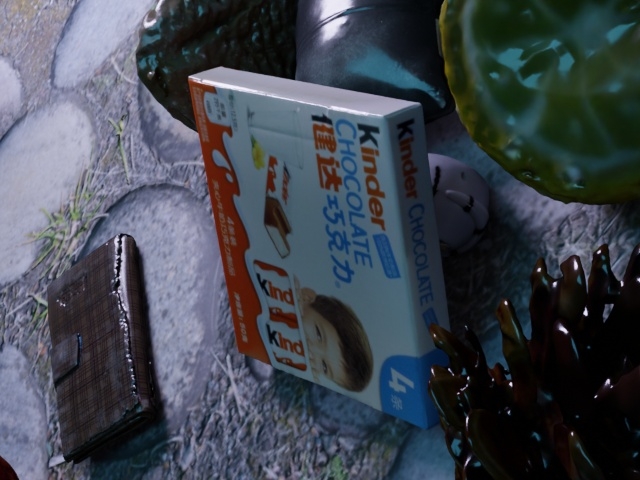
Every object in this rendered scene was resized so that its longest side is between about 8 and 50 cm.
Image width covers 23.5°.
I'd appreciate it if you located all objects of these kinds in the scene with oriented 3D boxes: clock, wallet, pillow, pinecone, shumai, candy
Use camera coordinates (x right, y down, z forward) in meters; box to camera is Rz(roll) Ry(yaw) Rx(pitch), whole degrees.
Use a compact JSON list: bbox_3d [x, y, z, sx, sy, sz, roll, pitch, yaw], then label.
[{"bbox_3d":[0.059,-0.042,1.326,0.176,0.117,0.080,9,77,47],"label":"clock"},{"bbox_3d":[-0.229,0.110,1.598,0.124,0.042,0.230,-34,50,25],"label":"wallet"},{"bbox_3d":[0.045,-0.194,1.429,0.186,0.106,0.249,-23,53,35],"label":"pillow"},{"bbox_3d":[0.198,0.114,1.016,0.264,0.264,0.264,-23,55,36],"label":"pinecone"},{"bbox_3d":[-0.116,-0.197,1.566,0.206,0.166,0.175,-44,21,-26],"label":"shumai"},{"bbox_3d":[0.214,-0.155,1.171,0.260,0.118,0.259,7,102,34],"label":"candy"}]

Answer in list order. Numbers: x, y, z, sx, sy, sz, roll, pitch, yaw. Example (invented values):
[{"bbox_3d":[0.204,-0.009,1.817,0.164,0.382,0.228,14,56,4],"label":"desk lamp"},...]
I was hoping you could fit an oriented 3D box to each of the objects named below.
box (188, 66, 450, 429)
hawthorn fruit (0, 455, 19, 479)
[{"bbox_3d":[0.000,0.000,1.299,0.265,0.048,0.273,15,121,48],"label":"box"},{"bbox_3d":[-0.379,0.336,1.508,0.210,0.230,0.266,-15,61,-13],"label":"hawthorn fruit"}]
